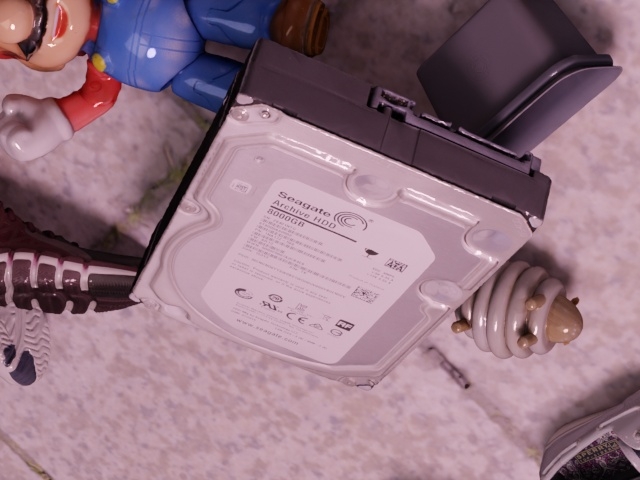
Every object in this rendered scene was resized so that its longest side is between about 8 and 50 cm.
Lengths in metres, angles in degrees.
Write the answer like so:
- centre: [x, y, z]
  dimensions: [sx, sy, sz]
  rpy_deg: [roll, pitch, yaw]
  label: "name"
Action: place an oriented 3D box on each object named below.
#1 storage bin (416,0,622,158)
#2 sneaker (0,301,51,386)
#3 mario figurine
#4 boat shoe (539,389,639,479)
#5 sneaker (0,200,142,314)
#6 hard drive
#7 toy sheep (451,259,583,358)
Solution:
- centre: [0.144, -0.124, 1.027]
  dimensions: [0.135, 0.098, 0.091]
  rpy_deg: [-41, 70, 37]
  label: "storage bin"
- centre: [-0.382, 0.067, 1.372]
  dimensions: [0.153, 0.094, 0.235]
  rpy_deg: [-34, 102, 37]
  label: "sneaker"
- centre: [-0.166, -0.158, 1.075]
  dimensions: [0.321, 0.198, 0.170]
  rpy_deg: [14, 163, 8]
  label: "mario figurine"
- centre: [0.275, 0.168, 1.147]
  dimensions: [0.079, 0.081, 0.227]
  rpy_deg: [47, 127, -9]
  label: "boat shoe"
- centre: [-0.289, -0.023, 1.274]
  dimensions: [0.281, 0.162, 0.106]
  rpy_deg: [4, 159, -14]
  label: "sneaker"
- centre: [0.000, 0.000, 1.078]
  dimensions: [0.237, 0.064, 0.339]
  rpy_deg: [22, 147, -11]
  label: "hard drive"
- centre: [0.153, 0.056, 1.129]
  dimensions: [0.132, 0.091, 0.091]
  rpy_deg: [17, 126, 28]
  label: "toy sheep"
